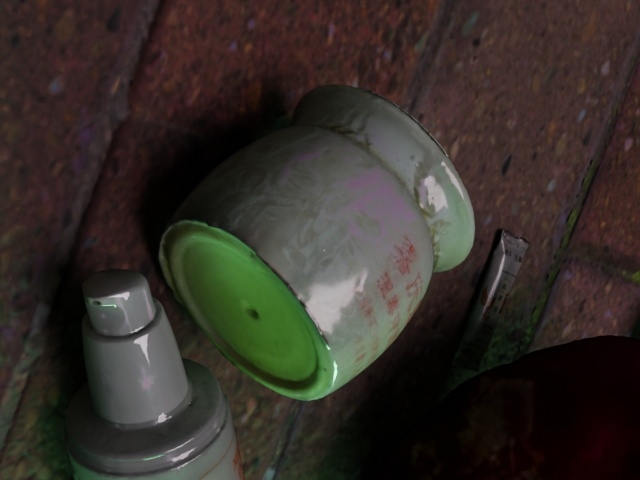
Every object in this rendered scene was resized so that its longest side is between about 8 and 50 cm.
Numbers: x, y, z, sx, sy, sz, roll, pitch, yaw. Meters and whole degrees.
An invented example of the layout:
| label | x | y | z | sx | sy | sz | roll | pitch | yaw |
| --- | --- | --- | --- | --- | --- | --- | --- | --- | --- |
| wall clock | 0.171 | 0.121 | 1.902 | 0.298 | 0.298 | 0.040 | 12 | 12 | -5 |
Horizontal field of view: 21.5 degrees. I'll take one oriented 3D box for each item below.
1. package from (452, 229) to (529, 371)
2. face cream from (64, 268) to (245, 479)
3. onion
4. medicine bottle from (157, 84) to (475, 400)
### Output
| label | x | y | z | sx | sy | sz | roll | pitch | yaw |
| --- | --- | --- | --- | --- | --- | --- | --- | --- | --- |
| package | 0.128 | 0.047 | 1.274 | 0.037 | 0.015 | 0.110 | 21 | 91 | -46 |
| face cream | -0.098 | 0.122 | 0.991 | 0.101 | 0.101 | 0.252 | -34 | 131 | -33 |
| onion | 0.221 | 0.275 | 1.262 | 0.398 | 0.398 | 0.420 | -66 | 163 | 0 |
| medicine bottle | 0.000 | 0.000 | 1.002 | 0.143 | 0.147 | 0.147 | -43 | 136 | -28 |
